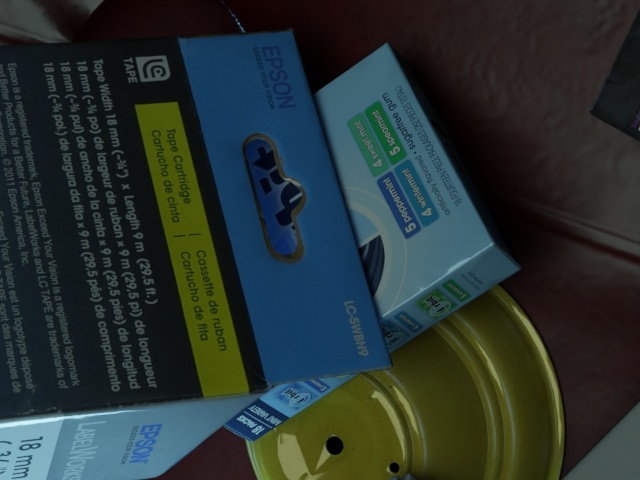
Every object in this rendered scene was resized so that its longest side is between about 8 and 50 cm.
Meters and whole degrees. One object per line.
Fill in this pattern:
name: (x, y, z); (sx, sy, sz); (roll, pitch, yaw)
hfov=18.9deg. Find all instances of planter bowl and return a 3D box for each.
planter bowl: (0.026, 0.112, 1.128); (0.217, 0.090, 0.217); (5, 100, 29)

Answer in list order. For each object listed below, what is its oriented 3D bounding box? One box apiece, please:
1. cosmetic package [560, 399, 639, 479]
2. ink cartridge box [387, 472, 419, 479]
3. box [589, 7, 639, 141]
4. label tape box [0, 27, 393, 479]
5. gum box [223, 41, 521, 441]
cosmetic package: (0.216, 0.126, 1.019); (0.127, 0.107, 0.238); (44, 112, 13)
ink cartridge box: (0.078, 0.309, 1.007); (0.306, 0.226, 0.131); (45, 121, -3)
box: (0.237, -0.081, 1.018); (0.162, 0.029, 0.116); (32, 111, 23)
label tape box: (-0.157, 0.012, 1.059); (0.106, 0.334, 0.240); (112, 148, -54)
gum box: (0.000, 0.000, 1.093); (0.184, 0.041, 0.157); (-34, 55, 14)
